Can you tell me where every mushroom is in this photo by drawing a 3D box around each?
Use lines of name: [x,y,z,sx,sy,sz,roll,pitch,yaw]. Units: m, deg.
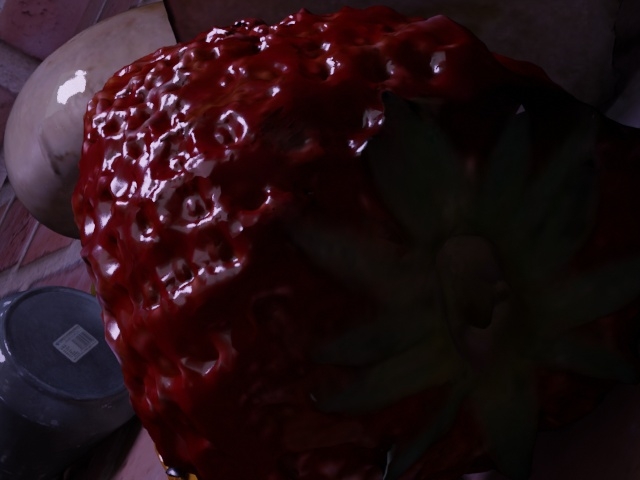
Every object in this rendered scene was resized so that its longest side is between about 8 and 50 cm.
mushroom: [-0.108,-0.050,1.636,0.292,0.292,0.290,-46,55,43]

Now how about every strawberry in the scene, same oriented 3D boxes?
strawberry: [0.008,0.011,1.036,0.292,0.291,0.310,-65,19,-8]

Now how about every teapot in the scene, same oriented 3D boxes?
teapot: [-0.269,0.159,1.887,0.203,0.171,0.225,-34,-17,-48]

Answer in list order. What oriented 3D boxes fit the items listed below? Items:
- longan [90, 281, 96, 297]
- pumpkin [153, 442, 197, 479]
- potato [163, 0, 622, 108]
longan: [-0.206,0.055,1.961,0.075,0.083,0.075,37,133,53]
pumpkin: [-0.014,0.149,1.248,0.169,0.148,0.312,-23,22,-7]
potato: [0.042,-0.229,1.256,0.290,0.397,0.296,-16,31,11]
